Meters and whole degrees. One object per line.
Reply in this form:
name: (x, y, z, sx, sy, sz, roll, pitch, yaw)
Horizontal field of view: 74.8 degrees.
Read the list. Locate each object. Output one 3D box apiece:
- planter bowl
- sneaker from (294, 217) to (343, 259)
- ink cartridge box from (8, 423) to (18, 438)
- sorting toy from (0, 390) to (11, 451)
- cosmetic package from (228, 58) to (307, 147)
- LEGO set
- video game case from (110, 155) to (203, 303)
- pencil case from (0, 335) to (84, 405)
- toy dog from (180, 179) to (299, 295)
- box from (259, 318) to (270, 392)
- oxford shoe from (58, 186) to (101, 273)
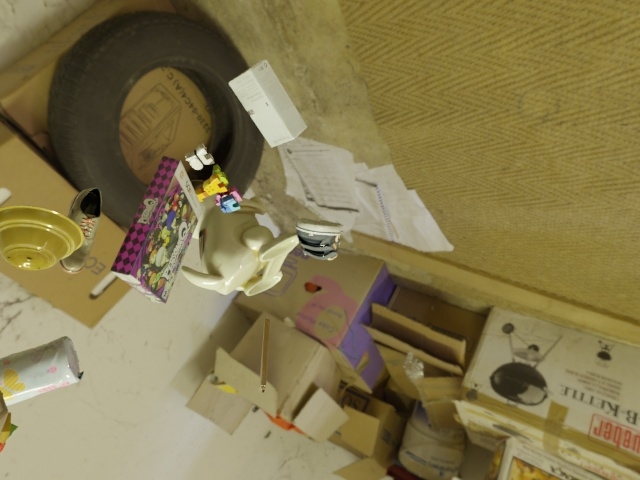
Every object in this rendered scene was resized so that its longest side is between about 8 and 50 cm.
planter bowl: (-0.735, 0.014, 1.070, 0.217, 0.090, 0.217, -7, 144, -5)
sneaker: (0.000, 0.000, 1.315, 0.126, 0.128, 0.321, 16, -176, 16)
ink cartridge box: (-1.161, 0.741, 1.385, 0.097, 0.255, 0.189, 38, 122, -16)
sorting toy: (-0.527, 0.323, 0.648, 0.038, 0.193, 0.208, 22, 172, -40)
cosmetic package: (-0.155, -0.405, 1.254, 0.117, 0.085, 0.231, -6, 127, 47)
LEGO set: (-0.285, -0.131, 1.079, 0.227, 0.093, 0.087, 62, -173, -58)
video game case: (-0.305, -0.011, 0.817, 0.041, 0.232, 0.210, 14, 158, 2)
pencil case: (-0.701, 0.311, 0.950, 0.124, 0.273, 0.114, 10, 113, 61)
toy dog: (-0.338, -0.016, 1.419, 0.408, 0.395, 0.285, 48, 143, 21)
box: (-0.176, 0.367, 1.325, 0.021, 0.201, 0.164, 4, 153, -6)
oxford shoe: (-0.922, -0.049, 1.609, 0.130, 0.348, 0.123, -21, 153, 41)
